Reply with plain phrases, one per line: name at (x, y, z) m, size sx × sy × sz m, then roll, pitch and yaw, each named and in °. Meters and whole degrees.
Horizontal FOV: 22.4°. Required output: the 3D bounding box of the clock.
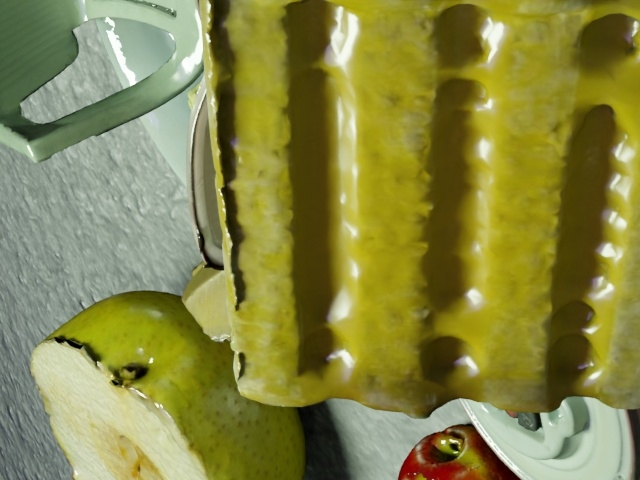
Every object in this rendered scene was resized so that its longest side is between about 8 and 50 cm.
clock at (0.162, 0.102, 1.254) m, size 0.244 × 0.056 × 0.244 m, roll 41°, pitch 147°, yaw 35°

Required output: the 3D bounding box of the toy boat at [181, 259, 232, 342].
toy boat at (0.000, 0.000, 1.340) m, size 0.321 × 0.121 × 0.089 m, roll -27°, pitch 106°, yaw 42°

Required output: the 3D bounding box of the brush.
brush at (-0.067, -0.112, 1.089) m, size 0.067 × 0.072 × 0.313 m, roll -123°, pitch 23°, yaw -44°

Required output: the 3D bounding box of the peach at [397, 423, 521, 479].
peach at (0.130, 0.248, 1.411) m, size 0.127 × 0.092 × 0.172 m, roll -10°, pitch 104°, yaw 60°

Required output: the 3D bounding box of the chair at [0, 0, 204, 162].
chair at (-0.218, -0.186, 1.180) m, size 0.275 × 0.190 × 0.203 m, roll 32°, pitch 147°, yaw 57°

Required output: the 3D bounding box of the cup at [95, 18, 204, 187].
cup at (-0.028, -0.180, 1.204) m, size 0.347 × 0.163 × 0.347 m, roll 43°, pitch 149°, yaw 34°

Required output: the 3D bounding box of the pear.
pear at (-0.135, 0.201, 1.736) m, size 0.340 × 0.191 × 0.386 m, roll 38°, pitch 150°, yaw 24°

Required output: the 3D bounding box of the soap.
soap at (0.083, -0.056, 0.967) m, size 0.156 × 0.293 × 0.335 m, roll -91°, pitch -2°, yaw -52°
